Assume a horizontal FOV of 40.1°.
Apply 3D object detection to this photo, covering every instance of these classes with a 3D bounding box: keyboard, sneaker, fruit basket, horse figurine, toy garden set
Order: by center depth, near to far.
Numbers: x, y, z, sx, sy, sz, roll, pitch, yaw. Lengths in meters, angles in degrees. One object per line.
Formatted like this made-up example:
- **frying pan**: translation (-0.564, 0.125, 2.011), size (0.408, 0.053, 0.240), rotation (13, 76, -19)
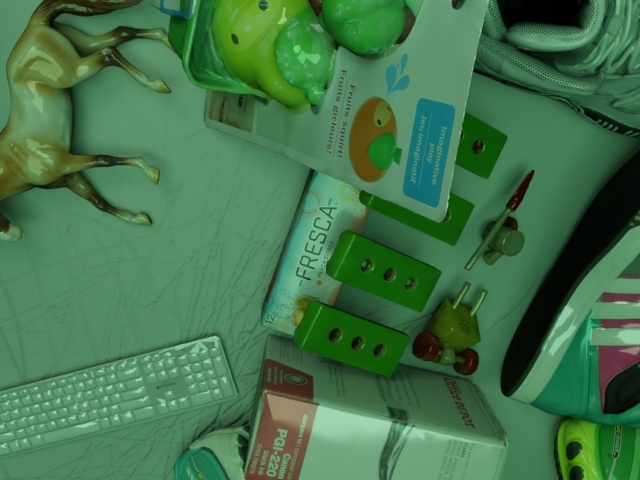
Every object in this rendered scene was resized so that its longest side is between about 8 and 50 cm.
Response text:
- **fruit basket**: translation (0.002, -0.213, 0.625), size (0.165, 0.353, 0.327), rotation (4, 105, -27)
- **sneaker**: translation (0.244, -0.161, 0.717), size (0.365, 0.210, 0.138), rotation (16, 102, -5)
- **horse figurine**: translation (-0.225, -0.118, 0.791), size (0.174, 0.066, 0.264), rotation (10, 105, -10)
- **sneaker**: translation (0.312, 0.060, 0.804), size (0.178, 0.124, 0.296), rotation (24, 116, -4)
- **toy garden set**: translation (0.101, 0.008, 0.813), size (0.203, 0.049, 0.244), rotation (22, 96, -33)
- **sneaker**: translation (0.325, 0.309, 0.858), size (0.123, 0.109, 0.296), rotation (-15, 88, -2)
- **keyboard**: translation (-0.215, 0.158, 0.880), size (0.255, 0.014, 0.072), rotation (-15, 103, 2)
- **sneaker**: translation (-0.053, 0.313, 0.892), size (0.109, 0.107, 0.275), rotation (-23, 98, 24)

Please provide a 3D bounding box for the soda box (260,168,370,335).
- **soda box**: translation (0.000, 0.000, 0.826), size (0.062, 0.058, 0.183), rotation (19, 101, -6)

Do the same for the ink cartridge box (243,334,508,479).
- **ink cartridge box**: translation (0.046, 0.172, 0.815), size (0.217, 0.158, 0.092), rotation (12, 101, -4)
